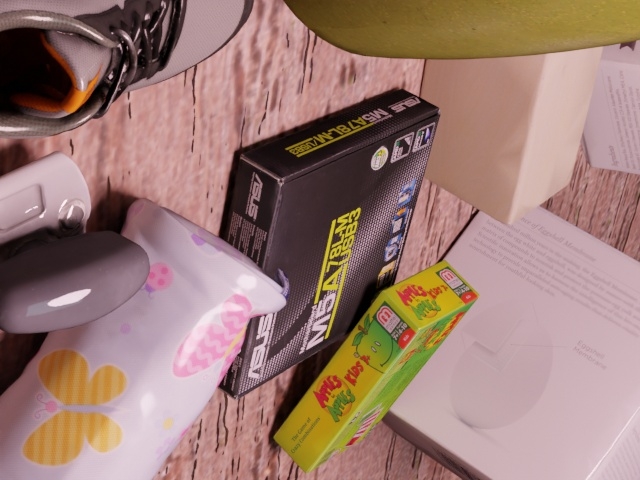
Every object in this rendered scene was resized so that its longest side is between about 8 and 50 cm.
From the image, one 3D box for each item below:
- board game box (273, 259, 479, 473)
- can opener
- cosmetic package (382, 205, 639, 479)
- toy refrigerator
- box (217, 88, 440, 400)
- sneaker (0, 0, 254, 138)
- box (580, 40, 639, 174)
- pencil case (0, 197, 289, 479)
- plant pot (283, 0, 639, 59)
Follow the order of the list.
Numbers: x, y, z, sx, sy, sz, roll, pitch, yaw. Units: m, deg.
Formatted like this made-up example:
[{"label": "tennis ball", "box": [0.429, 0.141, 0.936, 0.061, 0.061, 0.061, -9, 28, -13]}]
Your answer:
[{"label": "board game box", "box": [0.043, 0.101, 1.238, 0.092, 0.043, 0.181, -24, 155, -51]}, {"label": "can opener", "box": [-0.214, 0.034, 0.779, 0.280, 0.093, 0.074, -27, 129, -36]}, {"label": "cosmetic package", "box": [0.191, 0.112, 1.347, 0.224, 0.224, 0.138, -52, 151, -9]}, {"label": "toy refrigerator", "box": [0.148, -0.156, 1.142, 0.094, 0.102, 0.269, -33, 143, -38]}, {"label": "box", "box": [0.000, 0.000, 1.124, 0.184, 0.045, 0.190, -29, 141, -47]}, {"label": "sneaker", "box": [-0.122, -0.096, 0.771, 0.271, 0.108, 0.100, -21, 133, -50]}, {"label": "box", "box": [0.284, -0.169, 1.269, 0.182, 0.119, 0.181, 58, 47, -59]}, {"label": "pencil case", "box": [-0.136, 0.106, 0.946, 0.273, 0.113, 0.124, -55, 171, -6]}, {"label": "plant pot", "box": [0.102, -0.208, 0.810, 0.275, 0.275, 0.293, -33, -172, -37]}]
